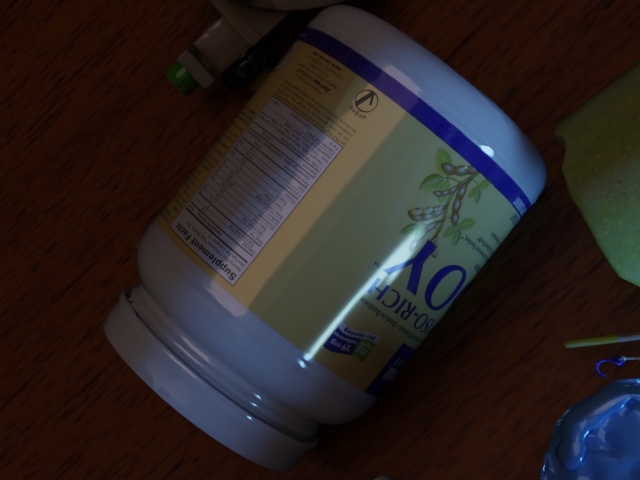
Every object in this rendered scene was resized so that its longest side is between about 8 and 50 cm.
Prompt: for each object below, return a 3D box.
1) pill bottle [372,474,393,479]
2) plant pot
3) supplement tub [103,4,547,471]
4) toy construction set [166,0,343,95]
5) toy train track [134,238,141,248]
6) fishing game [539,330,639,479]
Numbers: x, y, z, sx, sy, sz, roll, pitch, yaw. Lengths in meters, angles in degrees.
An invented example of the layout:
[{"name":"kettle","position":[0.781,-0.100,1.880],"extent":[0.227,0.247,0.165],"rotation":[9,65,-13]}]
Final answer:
[{"name":"pill bottle","position":[0.077,0.252,0.909],"extent":[0.067,0.067,0.120],"rotation":[-48,61,4]},{"name":"plant pot","position":[0.324,-0.073,0.813],"extent":[0.254,0.276,0.276],"rotation":[-30,62,26]},{"name":"supplement tub","position":[0.000,0.000,0.929],"extent":[0.241,0.241,0.331],"rotation":[39,92,30]},{"name":"toy construction set","position":[-0.110,-0.291,1.112],"extent":[0.237,0.257,0.308],"rotation":[-45,39,19]},{"name":"toy train track","position":[-0.160,-0.004,1.136],"extent":[0.048,0.014,0.083],"rotation":[20,77,36]},{"name":"fishing game","position":[0.261,0.198,0.860],"extent":[0.189,0.041,0.264],"rotation":[-16,73,28]}]
